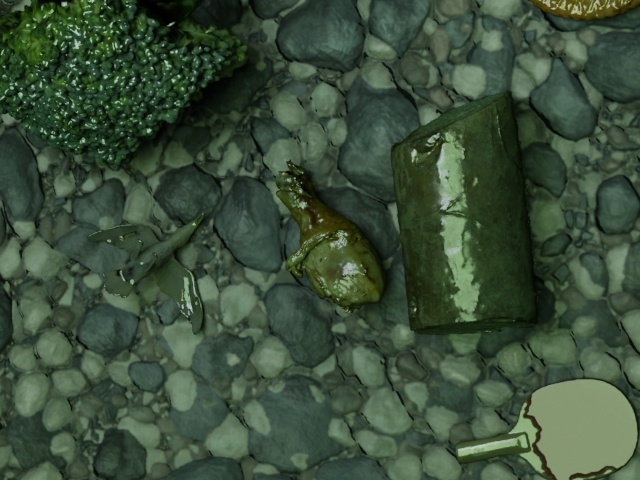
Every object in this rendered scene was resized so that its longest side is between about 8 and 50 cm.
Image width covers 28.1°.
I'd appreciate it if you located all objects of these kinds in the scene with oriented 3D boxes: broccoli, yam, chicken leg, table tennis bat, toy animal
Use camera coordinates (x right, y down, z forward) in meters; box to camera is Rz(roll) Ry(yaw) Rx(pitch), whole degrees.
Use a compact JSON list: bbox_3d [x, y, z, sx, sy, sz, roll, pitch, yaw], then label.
[{"bbox_3d":[-0.281,-0.253,1.702,0.277,0.338,0.317,44,81,-14],"label":"broccoli"},{"bbox_3d":[0.178,-0.029,1.600,0.168,0.168,0.304,-7,89,19],"label":"yam"},{"bbox_3d":[0.000,0.000,1.699,0.228,0.088,0.103,51,121,11],"label":"chicken leg"},{"bbox_3d":[0.287,0.251,1.633,0.234,0.022,0.131,-15,86,17],"label":"table tennis bat"},{"bbox_3d":[-0.222,0.022,1.773,0.219,0.095,0.155,47,108,13],"label":"toy animal"}]

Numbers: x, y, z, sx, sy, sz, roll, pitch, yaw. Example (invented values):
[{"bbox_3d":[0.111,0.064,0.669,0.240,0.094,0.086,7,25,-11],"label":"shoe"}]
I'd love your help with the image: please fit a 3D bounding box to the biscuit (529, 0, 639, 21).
[{"bbox_3d":[0.342,-0.399,1.605,0.254,0.035,0.254,-1,88,20],"label":"biscuit"}]
